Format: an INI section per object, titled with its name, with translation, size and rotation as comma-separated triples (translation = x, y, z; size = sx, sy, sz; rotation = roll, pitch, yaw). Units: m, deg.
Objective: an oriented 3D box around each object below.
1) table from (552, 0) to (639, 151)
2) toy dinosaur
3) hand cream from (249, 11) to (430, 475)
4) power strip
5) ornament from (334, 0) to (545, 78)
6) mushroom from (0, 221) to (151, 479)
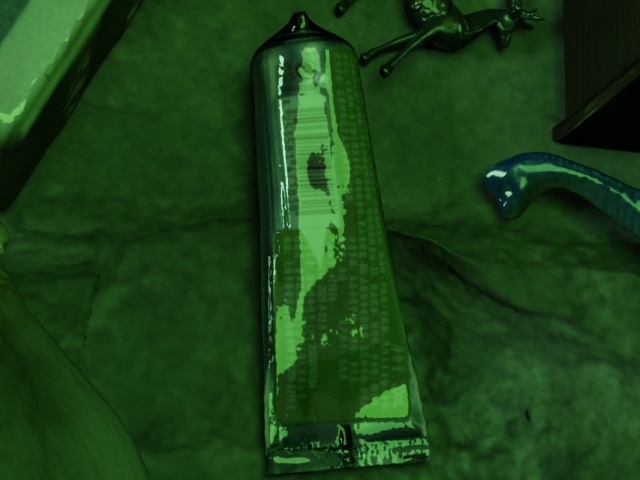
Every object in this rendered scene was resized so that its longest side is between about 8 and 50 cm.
[table]
translation = 0.231, -0.160, 1.003
size = 0.169, 0.172, 0.193
rotation = 5, 73, -16
[toy dinosaur]
translation = 0.237, -0.032, 1.004
size = 0.247, 0.075, 0.188
rotation = -37, 87, -5
[hand cream]
translation = 0.000, 0.000, 0.948
size = 0.086, 0.055, 0.235
rotation = -4, 79, -15
[power strip]
translation = -0.122, -0.132, 0.923
size = 0.070, 0.105, 0.257
rotation = 30, 66, 0
[ornament]
translation = 0.071, -0.135, 1.025
size = 0.125, 0.028, 0.073
rotation = -20, 77, -20
[mushroom]
translation = -0.141, 0.090, 0.843
size = 0.116, 0.093, 0.225
rotation = -17, 80, 0
